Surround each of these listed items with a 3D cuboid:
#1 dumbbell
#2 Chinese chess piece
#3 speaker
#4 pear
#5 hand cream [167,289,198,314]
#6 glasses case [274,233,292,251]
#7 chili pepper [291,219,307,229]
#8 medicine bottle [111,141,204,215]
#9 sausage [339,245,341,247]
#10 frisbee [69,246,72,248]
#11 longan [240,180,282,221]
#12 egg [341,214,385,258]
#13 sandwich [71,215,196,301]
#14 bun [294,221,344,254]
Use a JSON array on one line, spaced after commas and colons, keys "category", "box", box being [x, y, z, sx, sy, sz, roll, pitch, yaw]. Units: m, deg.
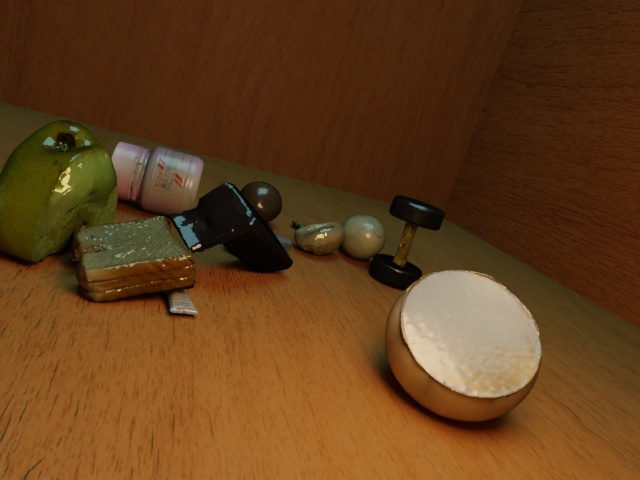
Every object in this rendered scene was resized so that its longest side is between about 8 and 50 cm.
[{"category": "dumbbell", "box": [0.327, 0.008, 1.801, 0.203, 0.323, 0.204, 17, 14, -4]}, {"category": "Chinese chess piece", "box": [0.313, 0.224, 1.048, 0.337, 0.141, 0.339, 4, 51, -5]}, {"category": "speaker", "box": [-0.243, -0.005, 1.377, 0.180, 0.184, 0.388, 54, -1, 27]}, {"category": "pear", "box": [-0.664, -0.146, 1.177, 0.238, 0.318, 0.342, 22, 15, 0]}, {"category": "hand cream", "box": [-0.348, 0.126, 1.138, 0.067, 0.042, 0.194, 18, 16, -34]}, {"category": "glasses case", "box": [-0.214, 0.009, 1.670, 0.109, 0.067, 0.282, 30, 20, 34]}, {"category": "chili pepper", "box": [-0.106, -0.067, 2.159, 0.055, 0.035, 0.117, 23, -1, -35]}, {"category": "medicine bottle", "box": [-0.598, -0.222, 1.716, 0.301, 0.242, 0.241, 14, 15, -15]}, {"category": "sausage", "box": [0.082, 0.015, 2.069, 0.253, 0.034, 0.034, 8, 17, -32]}, {"category": "frisbee", "box": [-0.682, -0.001, 1.252, 0.110, 0.014, 0.110, 17, 16, -5]}, {"category": "longan", "box": [-0.261, -0.164, 2.024, 0.197, 0.198, 0.212, 17, 12, -4]}, {"category": "egg", "box": [0.171, -0.014, 1.963, 0.186, 0.187, 0.253, 12, -3, -21]}, {"category": "sandwich", "box": [-0.459, 0.040, 1.135, 0.248, 0.095, 0.273, -10, 28, -28]}, {"category": "bun", "box": [0.000, 0.000, 1.871, 0.222, 0.128, 0.222, -12, 11, 2]}]
